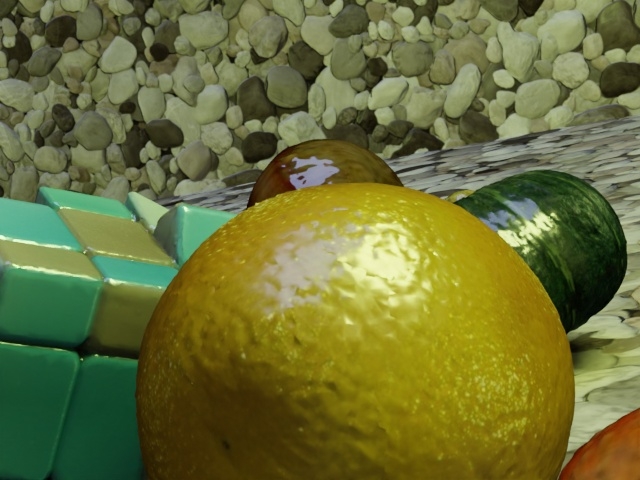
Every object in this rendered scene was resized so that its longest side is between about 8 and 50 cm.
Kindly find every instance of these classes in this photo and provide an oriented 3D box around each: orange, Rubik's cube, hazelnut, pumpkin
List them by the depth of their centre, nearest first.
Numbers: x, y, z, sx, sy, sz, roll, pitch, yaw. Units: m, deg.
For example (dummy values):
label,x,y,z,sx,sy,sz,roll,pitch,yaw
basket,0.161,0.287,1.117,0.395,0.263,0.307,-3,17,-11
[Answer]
label,x,y,z,sx,sy,sz,roll,pitch,yaw
orange,0.018,0.078,0.657,0.236,0.236,0.236,-12,9,2
Rubik's cube,-0.141,0.094,0.828,0.213,0.265,0.224,11,16,-29
pumpkin,0.139,0.031,1.017,0.212,0.152,0.211,-18,4,1
hazelnut,0.000,0.000,1.356,0.208,0.208,0.208,-12,9,2

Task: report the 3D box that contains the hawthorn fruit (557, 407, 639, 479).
label,x,y,z,sx,sy,sz,roll,pitch,yaw
hawthorn fruit,0.131,0.144,0.351,0.165,0.165,0.285,-10,15,17
